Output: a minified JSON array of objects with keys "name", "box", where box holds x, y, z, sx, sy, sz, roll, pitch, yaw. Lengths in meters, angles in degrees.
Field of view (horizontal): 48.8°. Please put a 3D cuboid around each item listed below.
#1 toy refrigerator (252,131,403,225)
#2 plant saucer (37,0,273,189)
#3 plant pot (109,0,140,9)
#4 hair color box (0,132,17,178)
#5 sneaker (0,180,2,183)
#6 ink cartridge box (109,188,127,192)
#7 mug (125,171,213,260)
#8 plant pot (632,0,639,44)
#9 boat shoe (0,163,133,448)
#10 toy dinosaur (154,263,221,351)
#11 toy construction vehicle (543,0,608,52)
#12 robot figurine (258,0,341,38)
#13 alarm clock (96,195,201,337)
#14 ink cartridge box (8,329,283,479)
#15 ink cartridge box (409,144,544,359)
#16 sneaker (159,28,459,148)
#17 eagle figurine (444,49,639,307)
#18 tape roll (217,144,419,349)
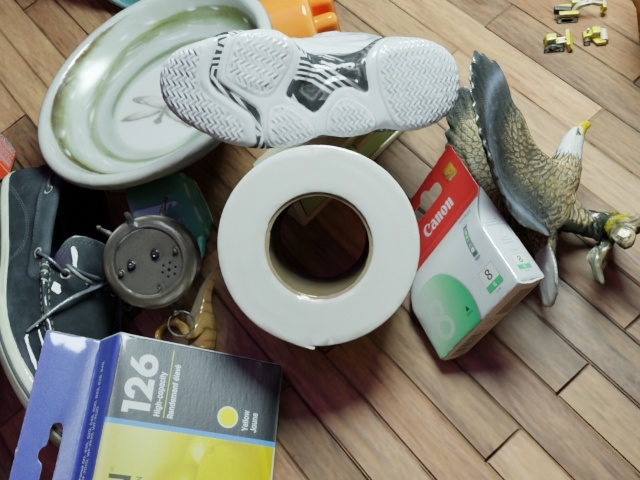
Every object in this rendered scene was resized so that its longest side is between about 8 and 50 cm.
[{"name":"toy refrigerator","box":[0.034,-0.155,1.083,0.269,0.102,0.094,-43,63,-10]},{"name":"plant saucer","box":[-0.241,-0.225,1.092,0.400,0.100,0.400,-11,56,17]},{"name":"plant pot","box":[-0.282,-0.650,1.296,0.341,0.341,0.334,12,59,19]},{"name":"hair color box","box":[-0.575,-0.127,1.196,0.093,0.053,0.167,-35,25,-5]},{"name":"sneaker","box":[-0.564,0.003,1.167,0.234,0.078,0.106,-45,68,-8]},{"name":"ink cartridge box","box":[-0.295,-0.184,1.198,0.109,0.062,0.209,5,66,16]},{"name":"mug","box":[-0.216,-0.028,1.072,0.097,0.129,0.158,-25,98,-3]},{"name":"plant pot","box":[0.573,-0.339,0.986,0.290,0.203,0.291,-6,64,11]},{"name":"boat shoe","box":[-0.360,0.070,1.024,0.156,0.187,0.500,-27,56,6]},{"name":"toy dinosaur","box":[-0.178,0.119,1.032,0.112,0.064,0.212,0,74,0]},{"name":"toy construction vehicle","box":[0.406,-0.345,1.124,0.098,0.035,0.086,1,65,14]},{"name":"robot figurine","box":[-0.078,-0.351,1.193,0.219,0.158,0.128,-15,21,6]},{"name":"alarm clock","box":[-0.225,0.047,0.978,0.129,0.064,0.192,-25,95,-2]},{"name":"ink cartridge box","box":[-0.208,0.274,0.860,0.307,0.072,0.304,15,64,-22]},{"name":"ink cartridge box","box":[0.167,0.015,0.928,0.056,0.181,0.225,-9,56,-34]},{"name":"sneaker","box":[-0.023,-0.203,0.922,0.365,0.210,0.137,-4,106,-13]},{"name":"eagle figurine","box":[0.275,-0.088,0.925,0.298,0.226,0.225,32,46,2]},{"name":"tape roll","box":[0.000,0.000,0.920,0.246,0.169,0.246,0,96,2]}]
